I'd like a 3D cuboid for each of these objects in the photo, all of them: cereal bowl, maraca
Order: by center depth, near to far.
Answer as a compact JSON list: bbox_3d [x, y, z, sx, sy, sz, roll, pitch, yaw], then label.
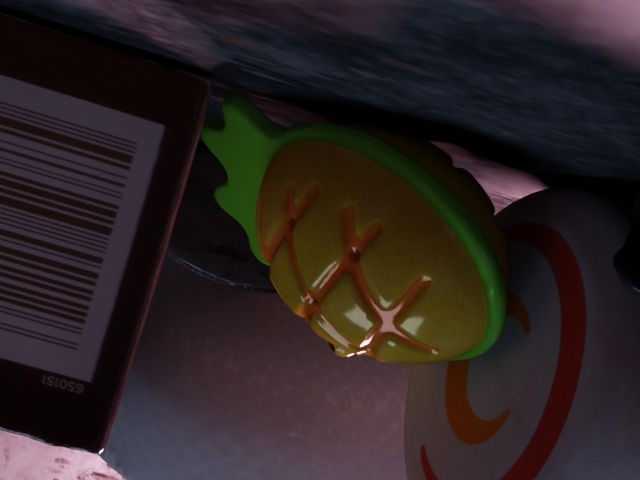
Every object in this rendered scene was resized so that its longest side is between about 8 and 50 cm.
[{"bbox_3d":[0.013,-0.006,0.848,0.186,0.099,0.127,27,140,34],"label":"maraca"},{"bbox_3d":[-0.005,0.071,1.249,0.339,0.141,0.339,12,-157,-5],"label":"cereal bowl"}]

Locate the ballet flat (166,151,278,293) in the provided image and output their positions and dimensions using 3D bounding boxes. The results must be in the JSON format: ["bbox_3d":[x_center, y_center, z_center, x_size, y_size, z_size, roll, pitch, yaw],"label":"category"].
[{"bbox_3d":[0.000,0.000,1.154,0.250,0.084,0.058,11,175,-9],"label":"ballet flat"}]

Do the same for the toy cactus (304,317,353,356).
[{"bbox_3d":[0.059,0.038,1.005,0.180,0.112,0.219,39,-175,17],"label":"toy cactus"}]

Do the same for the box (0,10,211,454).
[{"bbox_3d":[-0.172,-0.003,0.992,0.143,0.191,0.381,17,175,-9],"label":"box"}]

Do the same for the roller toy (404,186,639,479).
[{"bbox_3d":[0.142,0.081,0.864,0.146,0.191,0.209,17,176,-24],"label":"roller toy"}]

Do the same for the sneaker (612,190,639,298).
[{"bbox_3d":[0.189,0.025,0.607,0.130,0.109,0.286,23,172,-13],"label":"sneaker"}]
